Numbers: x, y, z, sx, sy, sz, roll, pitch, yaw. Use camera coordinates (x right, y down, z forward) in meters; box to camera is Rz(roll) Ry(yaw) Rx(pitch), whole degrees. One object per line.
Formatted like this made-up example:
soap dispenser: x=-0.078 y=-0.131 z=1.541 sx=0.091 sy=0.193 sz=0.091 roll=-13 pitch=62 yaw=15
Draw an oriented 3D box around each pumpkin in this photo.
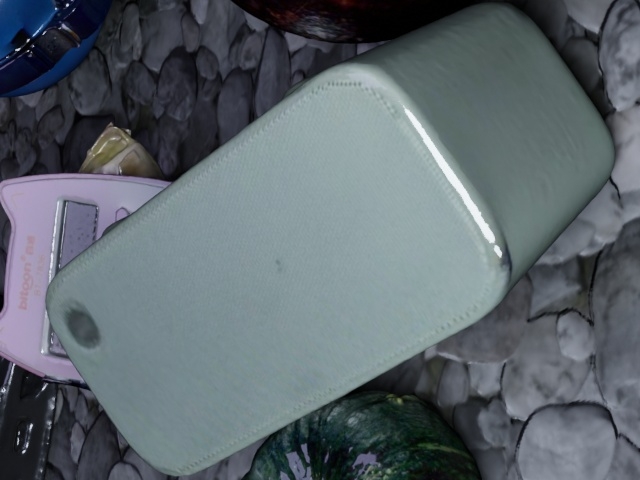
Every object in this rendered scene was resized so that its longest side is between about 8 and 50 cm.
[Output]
pumpkin: x=0.023 y=0.206 z=1.071 sx=0.211 sy=0.152 sz=0.211 roll=-10 pitch=76 yaw=45

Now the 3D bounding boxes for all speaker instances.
speaker: x=0.000 y=0.000 z=1.065 sx=0.406 sy=0.184 sz=0.183 roll=-33 pitch=91 yaw=44

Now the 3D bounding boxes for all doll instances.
doll: x=-0.321 y=-0.286 z=1.522 sx=0.284 sy=0.240 sz=0.310 roll=-2 pitch=67 yaw=25

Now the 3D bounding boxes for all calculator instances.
calculator: x=-0.148 y=0.043 z=1.315 sx=0.294 sy=0.043 sz=0.194 roll=10 pitch=97 yaw=21

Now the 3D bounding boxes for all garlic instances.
garlic: x=-0.184 y=-0.004 z=1.403 sx=0.195 sy=0.101 sz=0.087 roll=-63 pitch=36 yaw=22

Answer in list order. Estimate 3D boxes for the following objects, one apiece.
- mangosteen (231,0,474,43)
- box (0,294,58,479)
mangosteen: x=0.022 y=-0.294 z=1.056 sx=0.297 sy=0.297 sz=0.313 roll=-14 pitch=41 yaw=50
box: x=-0.381 y=0.197 z=1.651 sx=0.289 sy=0.073 sz=0.290 roll=18 pitch=100 yaw=51
